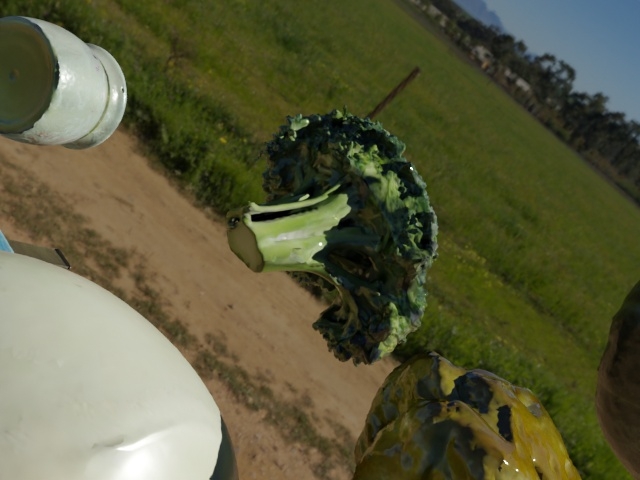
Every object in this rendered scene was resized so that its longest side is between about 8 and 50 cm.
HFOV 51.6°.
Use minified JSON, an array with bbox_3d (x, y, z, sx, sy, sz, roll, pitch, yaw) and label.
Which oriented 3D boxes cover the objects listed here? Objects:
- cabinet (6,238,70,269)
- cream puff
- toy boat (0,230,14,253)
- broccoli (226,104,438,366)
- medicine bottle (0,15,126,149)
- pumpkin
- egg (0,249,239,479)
[{"bbox_3d":[-0.661,0.095,1.383,0.215,0.175,0.148,15,6,-36],"label":"cabinet"},{"bbox_3d":[0.110,0.206,0.484,0.244,0.196,0.244,34,8,-5],"label":"cream puff"},{"bbox_3d":[-0.411,0.041,0.780,0.238,0.109,0.098,62,-19,6],"label":"toy boat"},{"bbox_3d":[0.004,0.001,0.963,0.301,0.249,0.376,-12,84,-19],"label":"broccoli"},{"bbox_3d":[-0.335,-0.190,0.820,0.147,0.147,0.143,44,13,11],"label":"medicine bottle"},{"bbox_3d":[0.450,0.157,0.724,0.300,0.300,0.207,33,-3,-14],"label":"pumpkin"},{"bbox_3d":[-0.222,0.149,0.438,0.345,0.283,0.283,36,20,19],"label":"egg"}]
